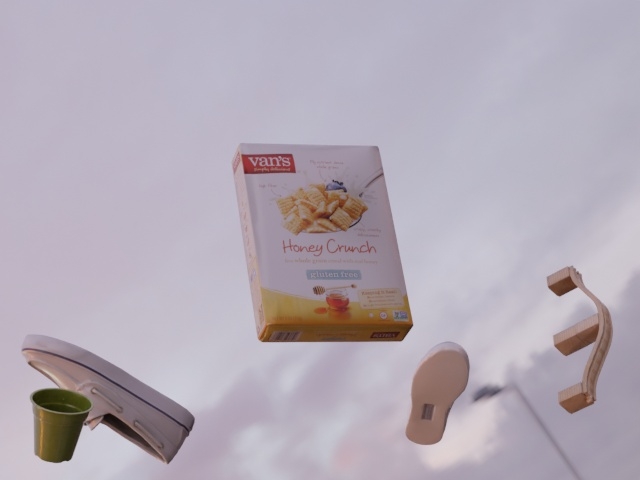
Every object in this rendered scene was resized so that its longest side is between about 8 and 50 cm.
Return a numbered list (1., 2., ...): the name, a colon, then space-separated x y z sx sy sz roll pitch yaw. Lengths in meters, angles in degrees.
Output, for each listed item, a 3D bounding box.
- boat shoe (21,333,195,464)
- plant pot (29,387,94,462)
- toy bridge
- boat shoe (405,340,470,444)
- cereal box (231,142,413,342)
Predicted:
1. boat shoe: -0.309 0.225 2.327 0.088 0.267 0.096 -63 13 -23
2. plant pot: -0.342 0.244 2.156 0.083 0.083 0.079 -8 -65 -52
3. toy bridge: 0.277 0.099 1.756 0.063 0.188 0.026 -30 -53 27
4. boat shoe: 0.143 0.173 2.005 0.066 0.063 0.184 7 -43 3
5. cereal box: 0.000 0.000 1.869 0.173 0.240 0.047 0 -30 -18
